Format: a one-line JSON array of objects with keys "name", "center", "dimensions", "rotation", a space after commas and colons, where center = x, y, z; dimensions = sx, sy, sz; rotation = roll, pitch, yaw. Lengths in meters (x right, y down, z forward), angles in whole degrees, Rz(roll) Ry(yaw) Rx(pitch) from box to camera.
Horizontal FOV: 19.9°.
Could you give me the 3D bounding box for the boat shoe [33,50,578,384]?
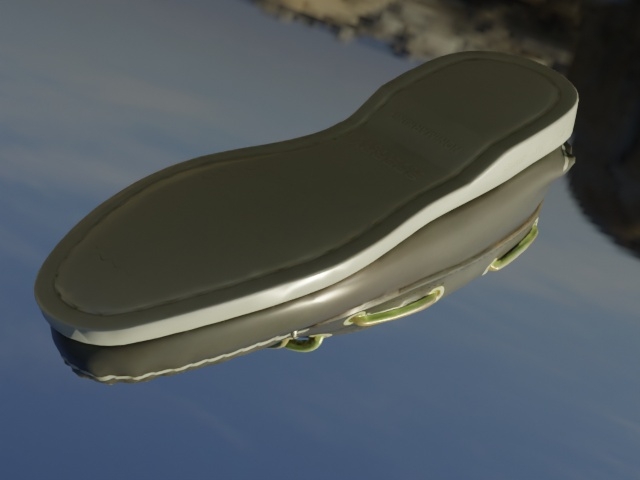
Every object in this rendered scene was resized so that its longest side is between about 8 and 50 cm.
[{"name": "boat shoe", "center": [0.003, 0.002, 0.854], "dimensions": [0.305, 0.091, 0.109], "rotation": [-26, -135, -34]}]
